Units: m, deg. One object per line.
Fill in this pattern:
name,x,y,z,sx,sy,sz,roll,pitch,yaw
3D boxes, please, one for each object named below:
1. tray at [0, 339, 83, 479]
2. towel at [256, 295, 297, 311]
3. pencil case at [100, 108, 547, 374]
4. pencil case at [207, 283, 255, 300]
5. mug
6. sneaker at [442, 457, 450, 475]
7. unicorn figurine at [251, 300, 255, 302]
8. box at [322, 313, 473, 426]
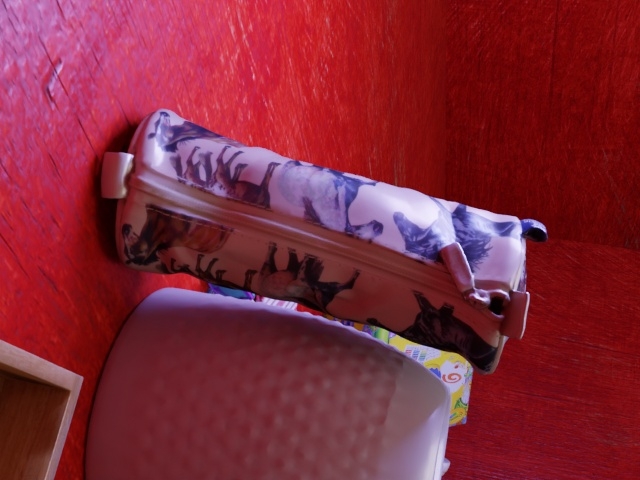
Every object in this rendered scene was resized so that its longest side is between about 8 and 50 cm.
tray,-0.272,0.256,0.505,0.203,0.076,0.411,64,37,-68
towel,-0.072,0.069,1.339,0.144,0.029,0.197,-52,147,-60
pencil case,0.000,0.000,0.830,0.183,0.410,0.160,97,10,-80
pencil case,-0.096,0.007,1.112,0.070,0.064,0.152,59,38,-45
mug,-0.026,0.219,0.961,0.374,0.327,0.276,44,56,-74
sneaker,0.137,0.537,1.953,0.108,0.292,0.169,49,53,-86
unicorn figurine,-0.081,0.168,1.224,0.111,0.060,0.162,-22,-107,63
box,0.161,0.249,1.797,0.289,0.177,0.279,-3,104,-35
